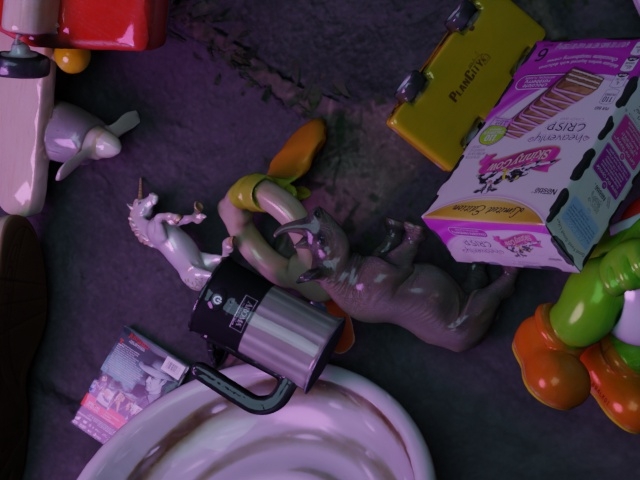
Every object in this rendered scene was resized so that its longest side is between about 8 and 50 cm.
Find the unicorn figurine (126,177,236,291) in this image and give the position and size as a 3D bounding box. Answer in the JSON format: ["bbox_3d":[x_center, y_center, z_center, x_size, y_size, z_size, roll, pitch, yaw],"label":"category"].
[{"bbox_3d":[-0.145,-0.002,1.926,0.111,0.060,0.162,-30,88,53],"label":"unicorn figurine"}]

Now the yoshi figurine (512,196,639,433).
[{"bbox_3d":[0.347,0.027,1.670,0.203,0.203,0.362,37,113,4],"label":"yoshi figurine"}]

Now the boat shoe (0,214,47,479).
[{"bbox_3d":[-0.360,0.120,1.968,0.098,0.109,0.302,8,96,23],"label":"boat shoe"}]

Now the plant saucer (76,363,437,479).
[{"bbox_3d":[-0.067,0.301,1.810,0.400,0.100,0.400,-14,46,15],"label":"plant saucer"}]

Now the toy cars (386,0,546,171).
[{"bbox_3d":[0.123,-0.256,1.860,0.176,0.087,0.393,-2,81,-21],"label":"toy cars"}]

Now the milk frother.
[{"bbox_3d":[-0.054,0.095,1.859,0.135,0.143,0.129,29,107,8],"label":"milk frother"}]

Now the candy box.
[{"bbox_3d":[0.219,-0.084,1.735,0.159,0.071,0.233,4,53,48],"label":"candy box"}]

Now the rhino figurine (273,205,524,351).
[{"bbox_3d":[0.069,0.033,1.823,0.243,0.073,0.106,19,88,-10],"label":"rhino figurine"}]

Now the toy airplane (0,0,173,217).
[{"bbox_3d":[-0.282,-0.268,1.931,0.386,0.272,0.384,-47,57,46],"label":"toy airplane"}]

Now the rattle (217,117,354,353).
[{"bbox_3d":[0.000,0.000,1.908,0.199,0.143,0.130,47,132,1],"label":"rattle"}]

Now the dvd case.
[{"bbox_3d":[-0.199,0.162,1.963,0.087,0.013,0.119,31,95,18],"label":"dvd case"}]

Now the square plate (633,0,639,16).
[{"bbox_3d":[0.458,-0.203,1.694,0.347,0.049,0.344,-23,85,32],"label":"square plate"}]
